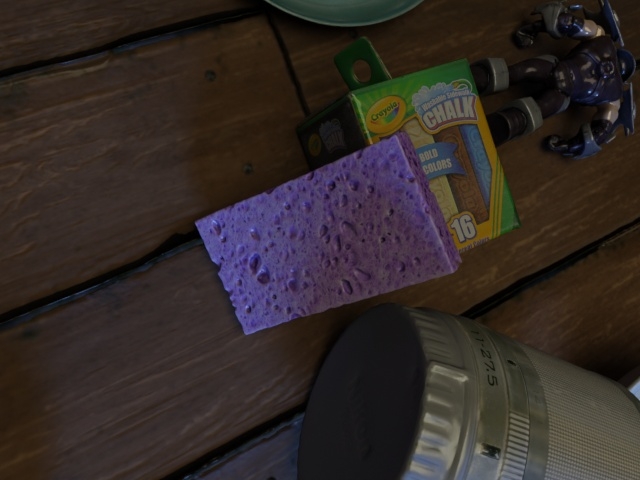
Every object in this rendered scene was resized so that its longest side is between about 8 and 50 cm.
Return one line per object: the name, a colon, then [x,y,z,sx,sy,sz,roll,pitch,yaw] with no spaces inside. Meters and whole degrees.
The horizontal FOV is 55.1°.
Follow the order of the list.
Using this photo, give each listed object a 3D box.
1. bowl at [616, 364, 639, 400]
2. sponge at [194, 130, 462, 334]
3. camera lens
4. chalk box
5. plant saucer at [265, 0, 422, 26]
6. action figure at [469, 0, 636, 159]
bowl: [0.419,0.248,0.686,0.298,0.134,0.297,0,91,-1]
sponge: [0.000,0.000,0.524,0.031,0.210,0.117,-31,99,-61]
camera lens: [0.145,0.194,0.550,0.274,0.219,0.219,23,77,-20]
chalk box: [0.072,-0.086,0.588,0.132,0.132,0.213,-20,95,-23]
plant saucer: [0.008,-0.371,0.611,0.318,0.044,0.317,-2,95,-19]
action figure: [0.261,-0.179,0.700,0.285,0.099,0.185,-18,86,-27]
